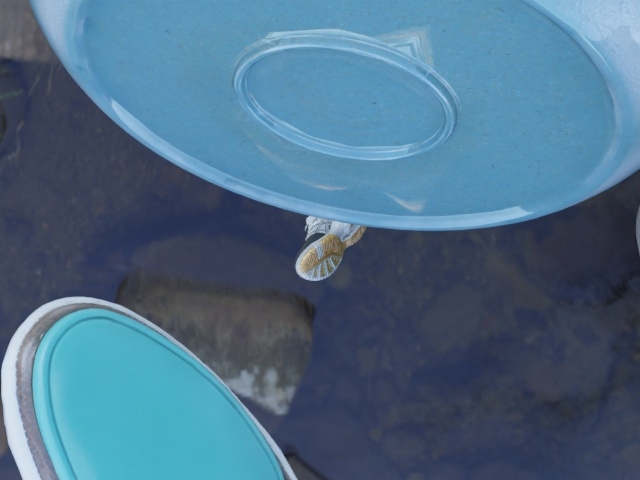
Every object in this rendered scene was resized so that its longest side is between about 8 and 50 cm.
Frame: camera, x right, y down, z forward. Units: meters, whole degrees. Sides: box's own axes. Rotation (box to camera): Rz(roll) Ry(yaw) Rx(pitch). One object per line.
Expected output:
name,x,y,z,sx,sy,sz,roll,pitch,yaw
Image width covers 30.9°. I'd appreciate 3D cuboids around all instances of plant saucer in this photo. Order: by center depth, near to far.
plant saucer,0.013,-0.077,0.525,0.317,0.044,0.318,11,157,5

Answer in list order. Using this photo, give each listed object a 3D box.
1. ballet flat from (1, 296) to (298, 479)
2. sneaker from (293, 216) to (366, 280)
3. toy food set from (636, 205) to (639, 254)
ballet flat,-0.057,0.196,0.703,0.139,0.139,0.400,-39,111,15
sneaker,0.000,0.000,0.834,0.037,0.083,0.032,15,128,29
toy food set,0.231,0.107,0.552,0.092,0.220,0.306,-18,95,15
